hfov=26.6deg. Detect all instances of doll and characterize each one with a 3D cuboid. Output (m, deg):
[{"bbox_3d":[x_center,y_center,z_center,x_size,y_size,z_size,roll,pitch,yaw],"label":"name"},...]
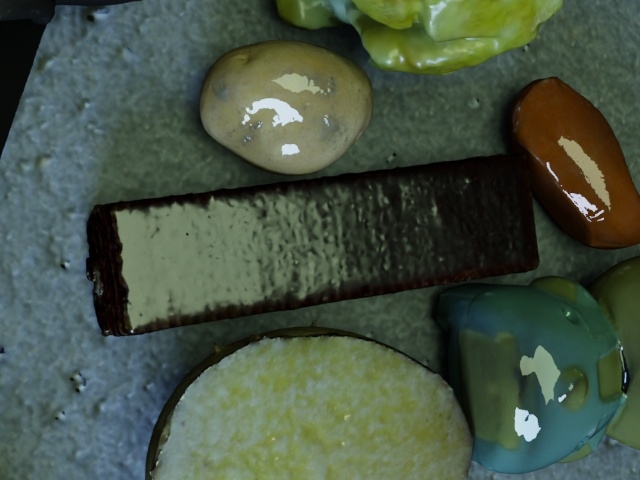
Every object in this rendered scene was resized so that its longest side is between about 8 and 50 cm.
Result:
[{"bbox_3d":[0.247,0.104,1.176,0.261,0.161,0.177,-6,93,-20],"label":"doll"}]

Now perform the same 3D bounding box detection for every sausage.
[{"bbox_3d":[0.229,-0.062,1.212,0.089,0.089,0.179,-36,97,-18],"label":"sausage"}]

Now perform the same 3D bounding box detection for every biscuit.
[{"bbox_3d":[0.000,0.000,1.127,0.388,0.073,0.107,-8,92,-21],"label":"biscuit"}]

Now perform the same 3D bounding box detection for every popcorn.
[{"bbox_3d":[0.094,-0.258,1.074,0.276,0.225,0.276,8,64,-18],"label":"popcorn"}]

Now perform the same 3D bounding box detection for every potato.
[{"bbox_3d":[-0.025,0.181,1.096,0.299,0.116,0.239,13,91,-32],"label":"potato"},{"bbox_3d":[-0.026,-0.108,1.101,0.147,0.112,0.112,4,88,-15],"label":"potato"}]

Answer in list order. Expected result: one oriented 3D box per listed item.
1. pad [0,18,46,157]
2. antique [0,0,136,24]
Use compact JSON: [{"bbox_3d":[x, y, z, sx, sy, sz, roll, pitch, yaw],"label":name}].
[{"bbox_3d":[-0.304,-0.143,0.962,0.202,0.005,0.299,23,51,-20],"label":"pad"},{"bbox_3d":[-0.276,-0.284,0.928,0.255,0.185,0.322,-26,77,-34],"label":"antique"}]
